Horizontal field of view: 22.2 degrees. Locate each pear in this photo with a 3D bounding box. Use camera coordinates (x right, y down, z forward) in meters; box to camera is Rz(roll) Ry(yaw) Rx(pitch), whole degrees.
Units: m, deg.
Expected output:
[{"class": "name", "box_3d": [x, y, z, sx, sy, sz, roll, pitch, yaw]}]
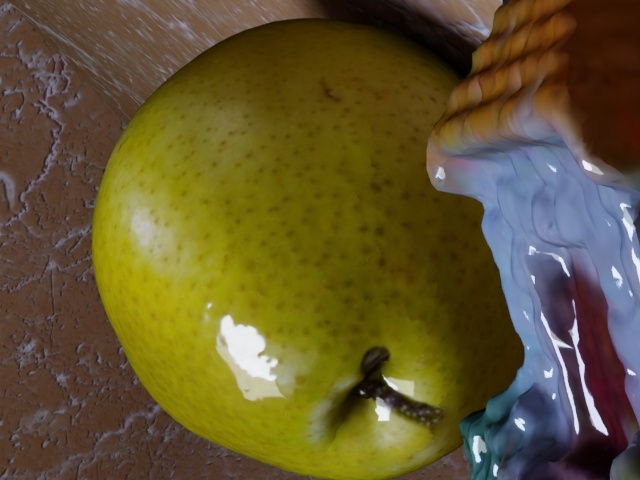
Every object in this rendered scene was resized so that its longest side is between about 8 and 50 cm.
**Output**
[{"class": "pear", "box_3d": [0.000, 0.000, 1.287, 0.362, 0.362, 0.418, 45, -162, -30]}]

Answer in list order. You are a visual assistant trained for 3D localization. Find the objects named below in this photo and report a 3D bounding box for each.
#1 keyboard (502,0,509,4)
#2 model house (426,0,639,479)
[{"class": "keyboard", "box_3d": [0.130, -0.163, 0.970, 0.064, 0.010, 0.198, 37, 172, 16]}, {"class": "model house", "box_3d": [0.172, -0.065, 0.521, 0.360, 0.297, 0.339, -179, 72, -79]}]
